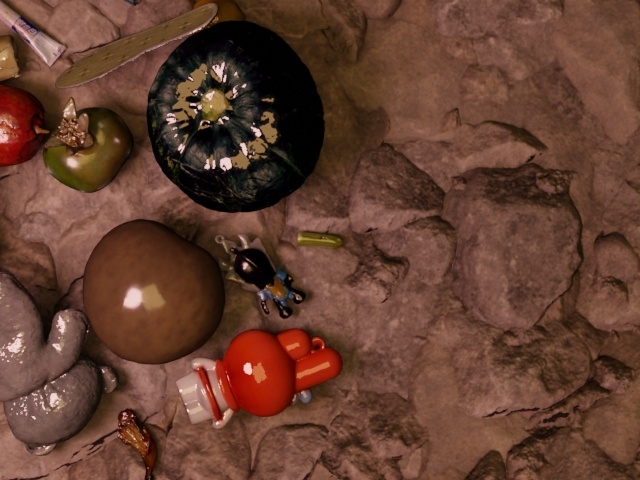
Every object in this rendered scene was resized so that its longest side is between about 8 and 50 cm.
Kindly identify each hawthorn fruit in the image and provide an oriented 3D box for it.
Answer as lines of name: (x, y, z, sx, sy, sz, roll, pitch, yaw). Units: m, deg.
hawthorn fruit: (-0.522, -0.192, 1.525, 0.171, 0.148, 0.148, 1, 95, 21)

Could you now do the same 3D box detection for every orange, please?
orange: (-0.177, -0.382, 1.584, 0.095, 0.085, 0.085, 0, 94, -12)

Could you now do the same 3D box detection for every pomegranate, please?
pomegranate: (-0.398, -0.160, 1.527, 0.131, 0.191, 0.152, 36, 89, 8)

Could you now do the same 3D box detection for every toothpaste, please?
toothpaste: (-0.520, -0.373, 1.580, 0.170, 0.028, 0.045, 40, 83, -9)

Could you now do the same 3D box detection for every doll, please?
doll: (-0.113, 0.057, 1.630, 0.195, 0.070, 0.096, 43, 74, -14)
doll: (-0.105, 0.235, 1.614, 0.290, 0.130, 0.161, -20, 93, -9)
doll: (-0.495, 0.193, 1.548, 0.245, 0.158, 0.340, -34, 114, -4)

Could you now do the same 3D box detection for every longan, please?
longan: (-0.282, 0.084, 1.545, 0.248, 0.248, 0.248, 0, 94, -5)

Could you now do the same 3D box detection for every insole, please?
insole: (-0.314, -0.328, 1.544, 0.322, 0.109, 0.007, -19, 131, 16)

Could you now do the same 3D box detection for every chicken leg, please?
chicken leg: (-0.325, 0.371, 1.649, 0.062, 0.037, 0.145, -27, 96, 19)

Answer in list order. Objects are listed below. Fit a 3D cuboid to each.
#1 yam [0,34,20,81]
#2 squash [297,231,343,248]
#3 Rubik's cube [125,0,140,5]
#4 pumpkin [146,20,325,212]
yam: (-0.690, -0.261, 1.547, 0.371, 0.083, 0.083, -18, 96, -2)
squash: (0.000, 0.000, 1.656, 0.083, 0.027, 0.028, 4, 94, -7)
Rubik's cube: (-0.344, -0.504, 1.522, 0.151, 0.155, 0.154, 27, 92, -7)
pumpkin: (-0.135, -0.198, 1.531, 0.315, 0.238, 0.316, -1, 82, 9)
